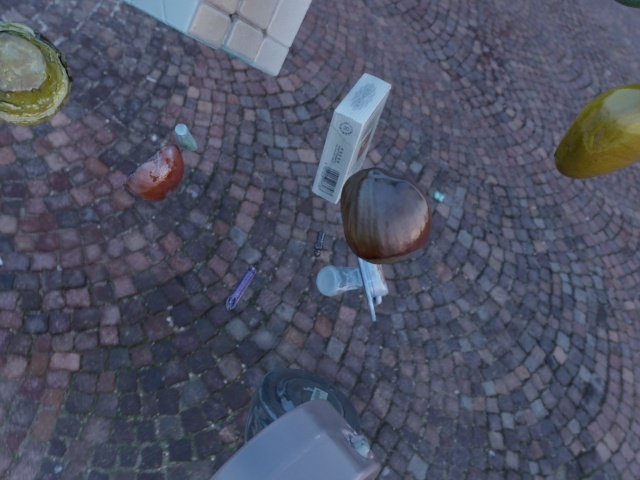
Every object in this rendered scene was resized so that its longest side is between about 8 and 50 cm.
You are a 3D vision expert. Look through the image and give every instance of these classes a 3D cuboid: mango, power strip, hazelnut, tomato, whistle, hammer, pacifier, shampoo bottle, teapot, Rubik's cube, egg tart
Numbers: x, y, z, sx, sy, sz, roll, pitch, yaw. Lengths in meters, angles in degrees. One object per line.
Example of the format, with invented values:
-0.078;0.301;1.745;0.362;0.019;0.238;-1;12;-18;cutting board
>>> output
0.508;-0.187;0.981;0.147;0.227;0.109;22;56;-20;mango
-0.026;0.205;0.454;0.154;0.154;0.078;-25;57;-37;power strip
0.124;-0.045;1.167;0.210;0.210;0.186;25;85;-14;hazelnut
-0.487;-0.196;1.716;0.112;0.199;0.228;48;10;-5;tomato
-0.236;0.139;1.654;0.033;0.033;0.176;36;40;-6;whistle
0.000;0.000;1.452;0.021;0.178;0.065;13;97;1;hammer
0.091;0.123;1.708;0.208;0.227;0.278;-12;74;-2;pacifier
-0.422;-0.320;1.727;0.069;0.191;0.041;26;83;-6;shampoo bottle
-0.029;0.458;1.203;0.322;0.239;0.240;32;20;22;teapot
-0.234;-0.627;1.325;0.322;0.318;0.316;36;16;32;Rubik's cube
-0.669;-0.374;1.220;0.241;0.106;0.240;3;84;-34;egg tart

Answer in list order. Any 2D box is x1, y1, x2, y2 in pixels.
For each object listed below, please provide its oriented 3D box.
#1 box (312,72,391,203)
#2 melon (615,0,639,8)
0.086;-0.292;1.627;0.095;0.330;0.210;27;53;8;box
0.605;-0.479;0.891;0.182;0.288;0.182;8;79;-48;melon
